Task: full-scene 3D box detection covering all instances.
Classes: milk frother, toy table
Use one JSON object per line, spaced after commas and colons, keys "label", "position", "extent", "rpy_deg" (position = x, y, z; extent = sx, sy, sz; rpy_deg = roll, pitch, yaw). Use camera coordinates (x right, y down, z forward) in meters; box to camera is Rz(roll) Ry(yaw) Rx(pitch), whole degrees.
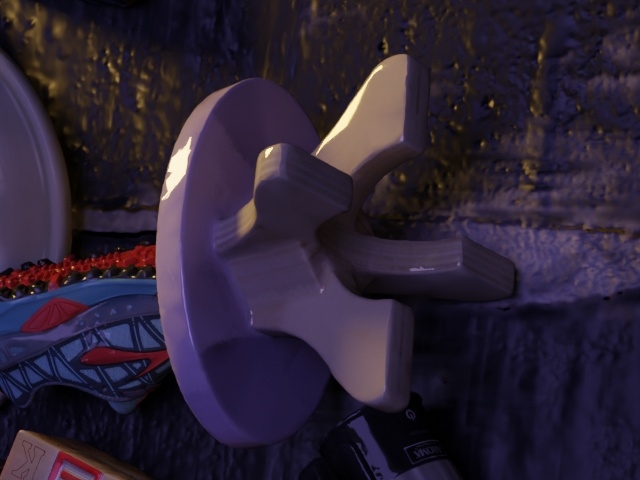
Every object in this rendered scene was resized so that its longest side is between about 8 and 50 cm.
{"label": "milk frother", "position": [0.038, 0.204, 1.275], "extent": [0.135, 0.129, 0.143], "rpy_deg": [61, 150, 24]}
{"label": "toy table", "position": [0.000, 0.000, 1.259], "extent": [0.161, 0.252, 0.274], "rpy_deg": [-15, 73, 39]}

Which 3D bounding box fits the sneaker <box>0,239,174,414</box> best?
{"label": "sneaker", "position": [-0.141, 0.069, 1.401], "extent": [0.261, 0.104, 0.125], "rpy_deg": [-8, 108, 14]}

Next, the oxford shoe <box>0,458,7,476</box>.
{"label": "oxford shoe", "position": [-0.294, 0.271, 1.431], "extent": [0.096, 0.083, 0.227], "rpy_deg": [42, 111, 25]}

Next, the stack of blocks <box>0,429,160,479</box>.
{"label": "stack of blocks", "position": [-0.122, 0.277, 1.333], "extent": [0.297, 0.087, 0.171], "rpy_deg": [21, 89, 29]}

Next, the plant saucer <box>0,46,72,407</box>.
{"label": "plant saucer", "position": [-0.402, -0.009, 1.498], "extent": [0.400, 0.100, 0.401], "rpy_deg": [-1, 87, 21]}

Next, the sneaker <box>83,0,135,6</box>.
{"label": "sneaker", "position": [-0.236, -0.255, 1.523], "extent": [0.211, 0.080, 0.081], "rpy_deg": [14, 79, 19]}
